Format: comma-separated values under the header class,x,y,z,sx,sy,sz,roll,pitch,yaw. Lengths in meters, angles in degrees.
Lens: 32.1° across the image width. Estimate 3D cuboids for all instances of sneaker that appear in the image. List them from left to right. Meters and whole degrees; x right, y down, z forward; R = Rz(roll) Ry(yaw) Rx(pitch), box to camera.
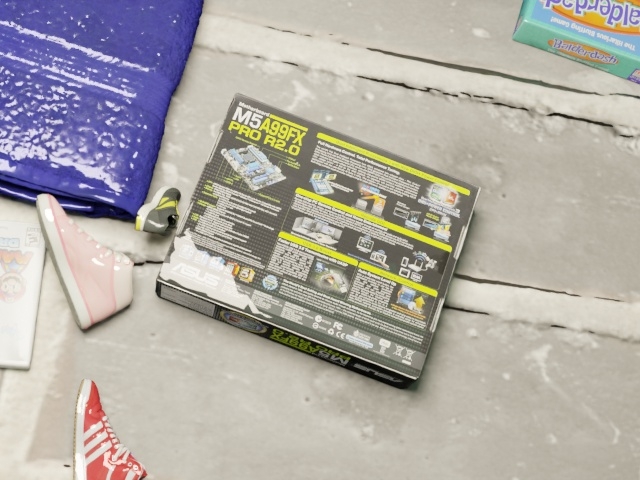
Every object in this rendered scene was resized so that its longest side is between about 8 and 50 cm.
class,x,y,z,sx,sy,sz,roll,pitch,yaw
sneaker,-0.221,0.011,1.064,0.070,0.051,0.134,-22,96,-17
sneaker,-0.192,0.186,1.022,0.067,0.042,0.118,-1,79,-5
sneaker,-0.152,-0.025,1.090,0.035,0.031,0.083,23,32,6

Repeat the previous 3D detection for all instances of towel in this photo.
class,x,y,z,sx,sy,sz,roll,pitch,yaw
towel,-0.254,-0.181,1.125,0.228,0.076,0.308,17,70,-9

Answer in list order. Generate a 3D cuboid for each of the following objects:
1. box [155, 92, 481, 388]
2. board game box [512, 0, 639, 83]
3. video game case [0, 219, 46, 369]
class,x,y,z,sx,sy,sz,roll,pitch,yaw
box,0.000,0.000,1.107,0.270,0.060,0.216,21,69,-2
board game box,0.321,-0.299,1.264,0.160,0.047,0.210,18,71,-3
video game case,-0.347,0.046,1.057,0.157,0.019,0.143,5,71,-8
